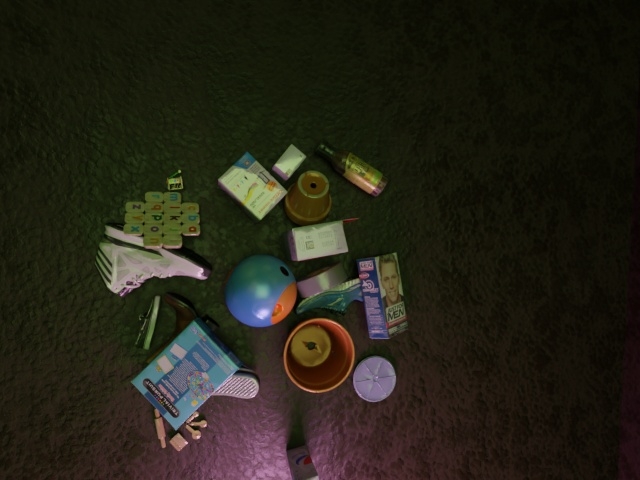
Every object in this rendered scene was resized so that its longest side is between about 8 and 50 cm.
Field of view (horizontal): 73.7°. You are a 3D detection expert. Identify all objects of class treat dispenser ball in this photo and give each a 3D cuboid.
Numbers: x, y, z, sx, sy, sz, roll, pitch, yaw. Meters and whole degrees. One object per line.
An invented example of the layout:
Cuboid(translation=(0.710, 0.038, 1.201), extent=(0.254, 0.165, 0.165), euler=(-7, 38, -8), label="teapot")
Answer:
Cuboid(translation=(-0.237, 0.199, 1.704), extent=(0.287, 0.288, 0.289), euler=(1, 87, -12), label="treat dispenser ball")

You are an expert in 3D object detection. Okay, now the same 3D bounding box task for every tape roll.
Cuboid(translation=(0.002, 0.163, 1.794), extent=(0.219, 0.219, 0.072), euler=(-23, 93, -12), label="tape roll")

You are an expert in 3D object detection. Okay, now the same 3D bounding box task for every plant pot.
Cuboid(translation=(-0.044, -0.189, 1.786), extent=(0.204, 0.188, 0.205), euler=(4, 66, -9), label="plant pot")
Cuboid(translation=(-0.023, 0.458, 1.783), extent=(0.290, 0.203, 0.291), euler=(1, 87, -12), label="plant pot")

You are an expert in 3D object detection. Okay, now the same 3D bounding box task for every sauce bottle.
Cuboid(translation=(0.134, -0.326, 1.901), extent=(0.344, 0.111, 0.112), euler=(31, 82, -10), label="sauce bottle")

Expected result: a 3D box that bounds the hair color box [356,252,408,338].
Cuboid(translation=(0.275, 0.237, 1.873), extent=(0.173, 0.105, 0.348), euler=(-9, 89, -48), label="hair color box")

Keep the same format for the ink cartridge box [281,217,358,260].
Cuboid(translation=(0.000, 0.000, 1.754), extent=(0.271, 0.309, 0.130), euler=(-10, 90, -12), label="ink cartridge box")

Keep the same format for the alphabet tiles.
Cuboid(translation=(-0.621, -0.084, 1.685), extent=(0.277, 0.021, 0.284), euler=(-1, 52, -18), label="alphabet tiles")

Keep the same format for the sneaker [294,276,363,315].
Cuboid(translation=(0.047, 0.268, 1.846), extent=(0.329, 0.130, 0.147), euler=(-16, 88, -13), label="sneaker")

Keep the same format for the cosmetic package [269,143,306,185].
Cuboid(translation=(-0.142, -0.310, 1.777), extent=(0.085, 0.231, 0.117), euler=(39, 80, -8), label="cosmetic package")

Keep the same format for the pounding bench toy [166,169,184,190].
Cuboid(translation=(-0.604, -0.248, 1.765), extent=(0.065, 0.052, 0.084), euler=(-8, 89, -12), label="pounding bench toy")

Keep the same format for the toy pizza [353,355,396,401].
Cuboid(translation=(0.242, 0.620, 1.922), extent=(0.201, 0.032, 0.202), euler=(1, 86, -12), label="toy pizza")

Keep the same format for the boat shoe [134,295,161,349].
Cuboid(translation=(-0.692, 0.325, 1.707), extent=(0.070, 0.078, 0.220), euler=(14, 86, -12), label="boat shoe")

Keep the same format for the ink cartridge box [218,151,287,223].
Cuboid(translation=(-0.282, -0.212, 1.774), extent=(0.232, 0.168, 0.171), euler=(45, 79, -8), label="ink cartridge box")

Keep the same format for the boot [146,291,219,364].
Cuboid(translation=(-0.596, 0.379, 1.725), extent=(0.280, 0.096, 0.264), euler=(-48, 114, -6), label="boot")

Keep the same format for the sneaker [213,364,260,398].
Cuboid(translation=(-0.402, 0.561, 1.741), extent=(0.320, 0.127, 0.126), euler=(14, 90, 1), label="sneaker")

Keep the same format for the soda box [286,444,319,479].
Cuboid(translation=(-0.069, 0.932, 1.709), extent=(0.091, 0.286, 0.098), euler=(-11, 88, -12), label="soda box")

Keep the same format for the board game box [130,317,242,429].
Cuboid(translation=(-0.510, 0.507, 1.646), extent=(0.336, 0.079, 0.254), euler=(-44, 88, 0), label="board game box")

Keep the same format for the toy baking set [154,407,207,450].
Cuboid(translation=(-0.576, 0.718, 1.743), extent=(0.196, 0.030, 0.257), euler=(-16, 91, -15), label="toy baking set")

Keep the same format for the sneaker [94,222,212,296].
Cuboid(translation=(-0.672, 0.122, 1.700), extent=(0.447, 0.169, 0.258), euler=(22, 92, -3), label="sneaker")
